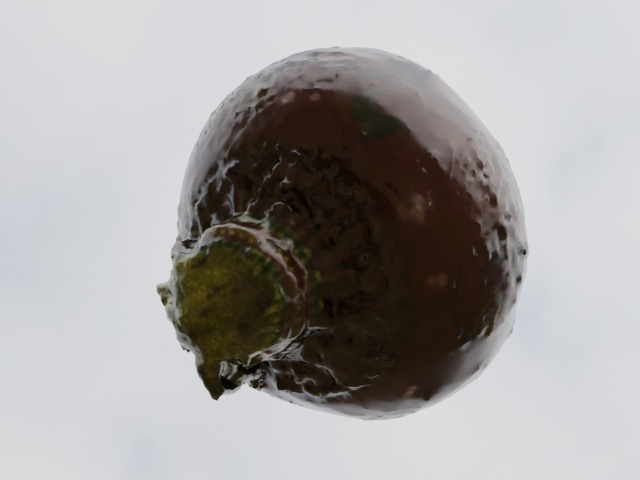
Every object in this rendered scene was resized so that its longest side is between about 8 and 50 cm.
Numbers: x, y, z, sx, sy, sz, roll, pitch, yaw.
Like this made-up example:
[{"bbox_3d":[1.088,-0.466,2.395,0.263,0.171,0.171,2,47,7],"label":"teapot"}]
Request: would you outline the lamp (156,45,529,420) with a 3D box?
[{"bbox_3d":[0.004,0.002,0.772,0.156,0.135,0.157,24,-65,34],"label":"lamp"}]
